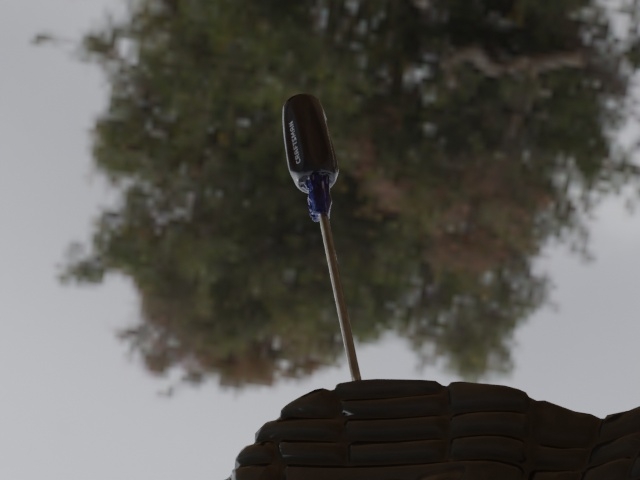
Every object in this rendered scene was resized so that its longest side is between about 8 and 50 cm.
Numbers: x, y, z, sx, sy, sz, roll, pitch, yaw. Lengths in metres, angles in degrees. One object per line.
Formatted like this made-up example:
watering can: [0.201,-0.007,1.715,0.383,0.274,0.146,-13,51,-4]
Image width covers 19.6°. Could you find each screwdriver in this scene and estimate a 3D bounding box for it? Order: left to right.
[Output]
screwdriver: [0.000,0.000,0.832,0.025,0.024,0.170,-14,-129,11]

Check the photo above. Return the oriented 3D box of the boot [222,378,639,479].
boot: [0.141,0.147,0.556,0.338,0.223,0.118,4,-135,41]
